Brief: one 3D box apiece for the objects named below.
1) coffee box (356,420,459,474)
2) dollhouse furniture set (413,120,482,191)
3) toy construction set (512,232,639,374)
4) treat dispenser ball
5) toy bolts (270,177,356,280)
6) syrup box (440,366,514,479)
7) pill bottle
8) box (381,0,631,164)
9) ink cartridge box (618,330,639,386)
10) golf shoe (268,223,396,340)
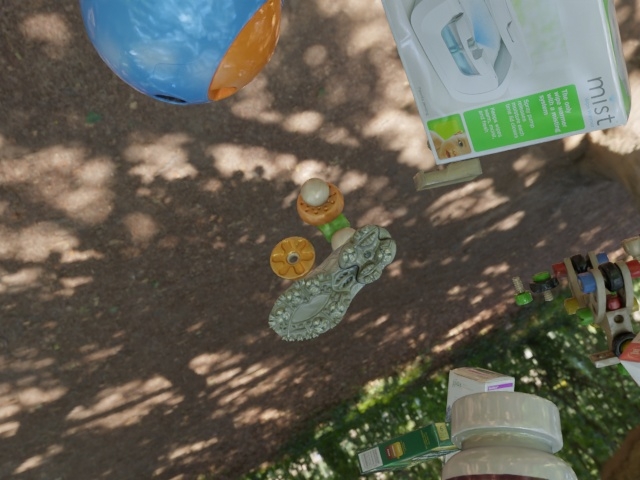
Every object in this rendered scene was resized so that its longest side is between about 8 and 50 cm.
[{"bbox_3d":[0.158,0.339,0.982,0.113,0.040,0.184,12,143,-39],"label":"coffee box"},{"bbox_3d":[0.319,-0.272,1.618,0.161,0.242,0.212,-12,176,-1],"label":"dollhouse furniture set"},{"bbox_3d":[0.624,0.136,1.254,0.309,0.237,0.257,-21,-179,-17],"label":"toy construction set"},{"bbox_3d":[-0.197,-0.344,0.868,0.288,0.288,0.288,-24,156,-12],"label":"treat dispenser ball"},{"bbox_3d":[0.000,0.000,1.238,0.218,0.228,0.158,-43,150,-9],"label":"toy bolts"},{"bbox_3d":[0.309,0.377,1.182,0.096,0.236,0.093,4,-179,-36],"label":"syrup box"},{"bbox_3d":[0.165,0.255,0.521,0.121,0.221,0.121,6,147,4],"label":"pill bottle"},{"bbox_3d":[0.222,-0.251,0.715,0.231,0.261,0.127,-7,-153,34],"label":"box"},{"bbox_3d":[0.581,0.145,0.941,0.198,0.067,0.115,-42,-171,-18],"label":"ink cartridge box"},{"bbox_3d":[0.016,0.051,0.711,0.176,0.069,0.086,-39,-178,7],"label":"golf shoe"}]
